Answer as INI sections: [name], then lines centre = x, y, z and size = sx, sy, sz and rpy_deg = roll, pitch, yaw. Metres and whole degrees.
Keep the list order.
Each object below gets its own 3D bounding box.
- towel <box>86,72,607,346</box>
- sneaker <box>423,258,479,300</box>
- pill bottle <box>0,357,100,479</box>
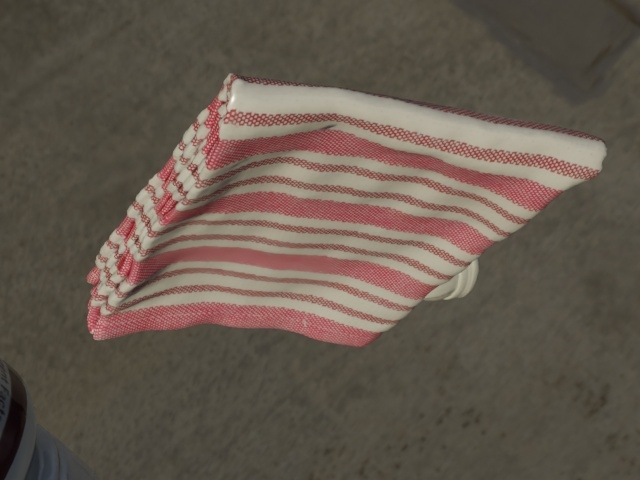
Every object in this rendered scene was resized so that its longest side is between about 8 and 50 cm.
[towel]
centre = 0.000, 0.000, 0.515
size = 0.144, 0.197, 0.029
rpy_deg = 5, 66, -23
[sneaker]
centre = 0.032, -0.016, 1.102
size = 0.094, 0.080, 0.212
rpy_deg = -13, 34, -34
[pill bottle]
centre = -0.342, 0.124, 0.922
size = 0.392, 0.224, 0.224
rpy_deg = 50, 44, -32
